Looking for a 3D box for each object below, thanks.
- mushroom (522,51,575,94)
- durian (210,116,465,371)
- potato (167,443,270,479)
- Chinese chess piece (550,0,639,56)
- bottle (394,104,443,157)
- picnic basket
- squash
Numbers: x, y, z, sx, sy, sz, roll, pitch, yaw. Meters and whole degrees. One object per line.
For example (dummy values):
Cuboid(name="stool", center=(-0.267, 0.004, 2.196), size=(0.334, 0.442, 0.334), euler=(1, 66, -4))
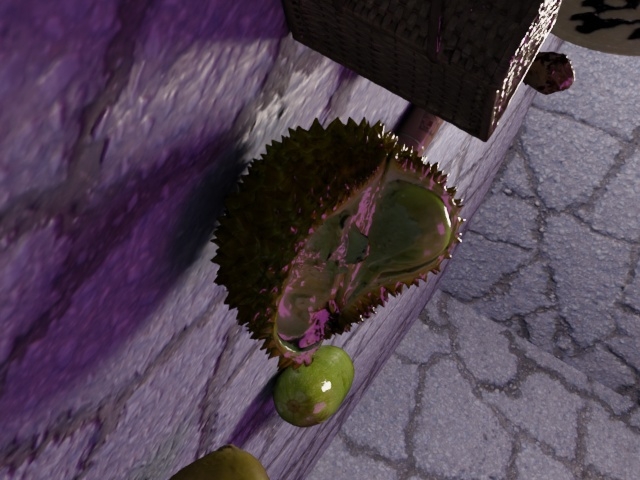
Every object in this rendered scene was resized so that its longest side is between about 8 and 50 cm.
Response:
Cuboid(name="mushroom", center=(0.173, -0.208, 0.997), size=(0.148, 0.217, 0.227), euler=(-61, 168, 3))
Cuboid(name="durian", center=(0.002, -0.003, 0.850), size=(0.237, 0.176, 0.200), euler=(-44, 120, -13))
Cuboid(name="potato", center=(-0.173, 0.407, 1.097), size=(0.351, 0.202, 0.218), euler=(-61, -177, -34))
Cuboid(name="Chinese chess piece", center=(0.485, -0.425, 1.446), size=(0.349, 0.349, 0.147), euler=(75, 33, -74))
Cuboid(name="bottle", center=(0.160, -0.185, 1.406), size=(0.140, 0.053, 0.053), euler=(-57, 168, -11))
Cuboid(name="picnic basket", center=(0.081, -0.196, 0.703), size=(0.134, 0.196, 0.154), euler=(-57, 167, -11))
Cuboid(name="squash", center=(0.006, 0.253, 1.673), size=(0.118, 0.118, 0.370), euler=(-62, 169, 11))
